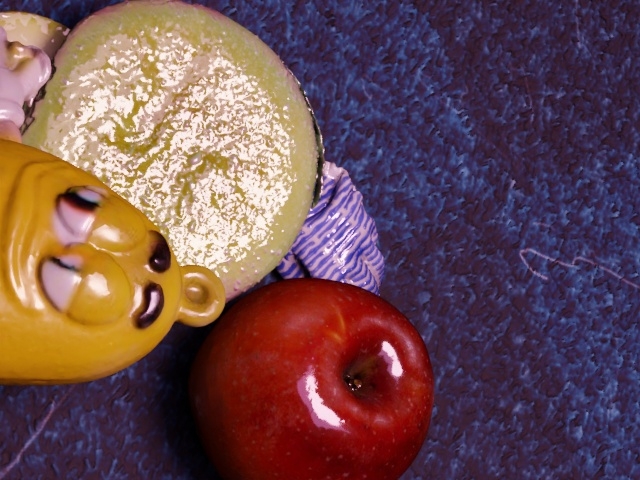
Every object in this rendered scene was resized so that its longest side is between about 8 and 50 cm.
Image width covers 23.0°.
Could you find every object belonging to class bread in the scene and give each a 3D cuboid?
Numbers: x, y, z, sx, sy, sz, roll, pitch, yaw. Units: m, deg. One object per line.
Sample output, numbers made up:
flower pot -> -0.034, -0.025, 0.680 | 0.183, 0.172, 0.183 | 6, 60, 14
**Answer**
bread -> -0.136, -0.073, 1.441 | 0.301, 0.045, 0.301 | 0, 89, -19

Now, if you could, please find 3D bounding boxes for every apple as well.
apple -> -0.010, 0.142, 1.450 | 0.218, 0.201, 0.218 | 6, 78, -27

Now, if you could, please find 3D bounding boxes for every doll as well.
doll -> -0.328, -0.009, 1.290 | 0.423, 0.161, 0.348 | -21, 68, -20

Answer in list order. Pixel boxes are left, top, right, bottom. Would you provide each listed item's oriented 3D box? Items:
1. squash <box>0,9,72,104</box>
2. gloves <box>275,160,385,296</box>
squash -> -0.285, -0.080, 1.438 | 0.252, 0.049, 0.252 | 3, 82, -26
gloves -> -0.001, -0.002, 1.549 | 0.119, 0.097, 0.229 | -33, 104, 3
